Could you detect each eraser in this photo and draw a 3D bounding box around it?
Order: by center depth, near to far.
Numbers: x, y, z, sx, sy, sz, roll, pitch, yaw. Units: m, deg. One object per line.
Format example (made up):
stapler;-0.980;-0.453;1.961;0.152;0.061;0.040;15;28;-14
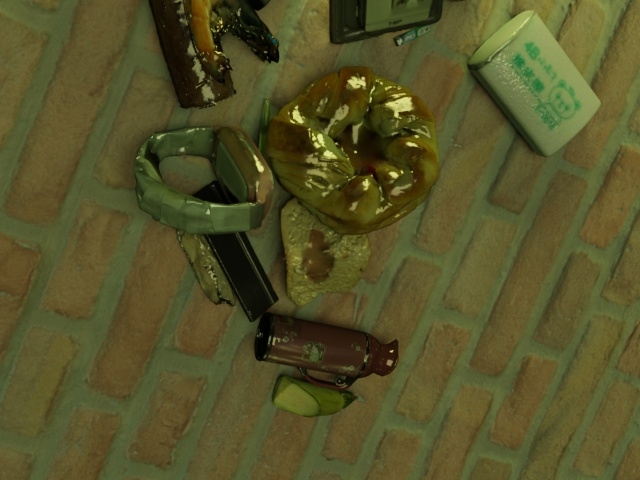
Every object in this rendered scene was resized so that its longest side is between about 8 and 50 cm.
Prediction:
eraser;0.489;-0.356;1.818;0.189;0.104;0.290;-47;110;-7

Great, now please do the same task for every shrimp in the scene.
shrimp;-0.168;-0.389;1.551;0.290;0.054;0.222;32;53;-51

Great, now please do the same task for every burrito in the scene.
burrito;-0.246;0.049;1.712;0.063;0.058;0.229;-29;110;-14

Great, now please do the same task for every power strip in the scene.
power strip;0.146;-0.513;1.625;0.257;0.092;0.251;-15;149;-9

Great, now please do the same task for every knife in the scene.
knife;-0.125;-0.213;1.708;0.022;0.026;0.184;6;103;-14

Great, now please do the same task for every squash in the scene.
squash;-0.005;0.367;1.836;0.200;0.075;0.090;13;105;-18

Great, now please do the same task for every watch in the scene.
watch;-0.245;-0.120;1.587;0.241;0.253;0.161;-19;149;-25

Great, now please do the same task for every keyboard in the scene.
keyboard;-0.184;0.024;1.724;0.101;0.018;0.309;-40;112;-38

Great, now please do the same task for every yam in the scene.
yam;-0.261;-0.402;1.579;0.131;0.131;0.279;-19;104;-12

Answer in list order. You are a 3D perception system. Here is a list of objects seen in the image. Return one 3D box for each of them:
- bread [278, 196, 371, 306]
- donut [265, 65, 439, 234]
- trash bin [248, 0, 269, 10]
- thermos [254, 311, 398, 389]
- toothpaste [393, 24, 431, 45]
bread;-0.002;0.000;1.762;0.184;0.224;0.211;-10;62;-8
donut;0.067;-0.185;1.637;0.361;0.170;0.360;1;69;-4
trash bin;-0.070;-0.572;1.571;0.101;0.177;0.236;42;91;-17
thermos;0.022;0.259;1.798;0.330;0.109;0.136;13;72;-18
toothpaste;0.202;-0.454;1.757;0.083;0.017;0.020;-27;107;-9
